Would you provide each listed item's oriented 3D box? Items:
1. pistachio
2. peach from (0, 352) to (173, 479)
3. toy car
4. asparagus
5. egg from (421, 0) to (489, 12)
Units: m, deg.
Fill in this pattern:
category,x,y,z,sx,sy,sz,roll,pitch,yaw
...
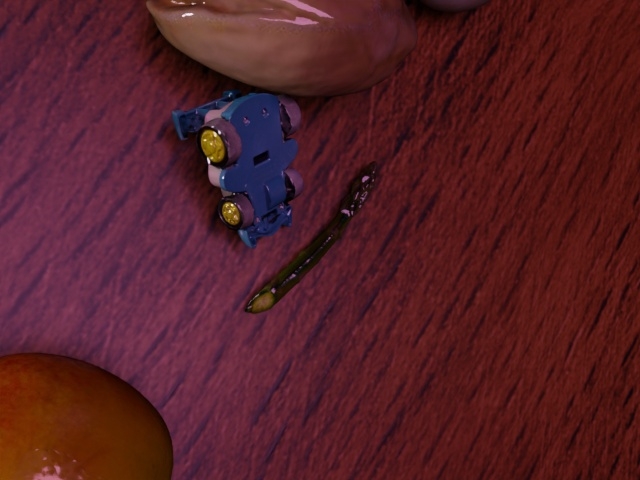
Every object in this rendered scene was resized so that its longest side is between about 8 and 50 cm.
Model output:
category,x,y,z,sx,sy,sz,roll,pitch,yaw
pistachio,-0.035,-0.240,0.818,0.293,0.181,0.162,7,106,-12
peach,-0.249,0.213,0.673,0.231,0.231,0.231,2,84,-21
toy car,-0.087,-0.084,0.847,0.126,0.098,0.161,-34,129,-43
asparagus,-0.001,0.000,0.890,0.236,0.027,0.034,-49,113,-18
egg,0.176,-0.341,0.944,0.152,0.114,0.114,-27,95,-23
